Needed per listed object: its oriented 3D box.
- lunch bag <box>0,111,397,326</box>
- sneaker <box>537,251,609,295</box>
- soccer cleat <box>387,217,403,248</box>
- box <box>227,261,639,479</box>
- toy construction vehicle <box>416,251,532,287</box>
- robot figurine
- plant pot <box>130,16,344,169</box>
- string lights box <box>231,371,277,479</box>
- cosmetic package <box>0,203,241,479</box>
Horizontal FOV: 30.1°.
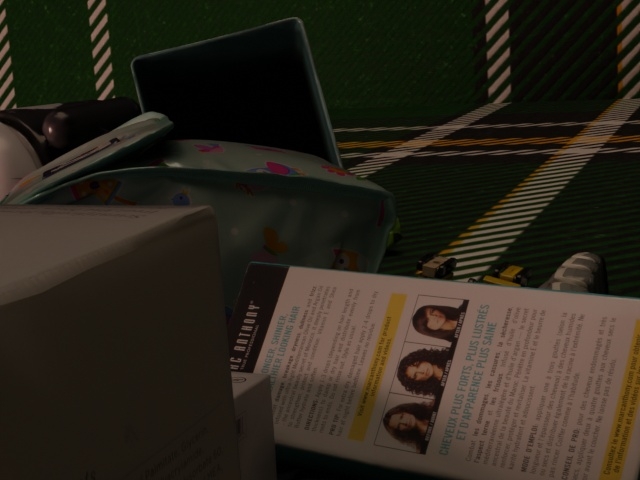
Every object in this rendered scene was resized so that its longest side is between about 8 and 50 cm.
[{"bbox_3d":[-0.103,-0.007,0.857,0.262,0.160,0.223,9,8,-12],"label":"lunch bag"},{"bbox_3d":[0.101,0.061,0.727,0.132,0.086,0.228,-2,12,22],"label":"sneaker"},{"bbox_3d":[0.000,0.000,1.159,0.179,0.060,0.072,-8,-2,-39],"label":"soccer cleat"},{"bbox_3d":[0.057,0.075,0.597,0.244,0.100,0.060,5,-24,36],"label":"box"},{"bbox_3d":[0.118,0.041,0.969,0.086,0.035,0.098,13,20,23],"label":"toy construction vehicle"},{"bbox_3d":[-0.268,-0.051,1.174,0.173,0.209,0.278,20,22,32],"label":"robot figurine"},{"bbox_3d":[-0.072,-0.082,1.194,0.165,0.166,0.234,-15,-15,-1],"label":"plant pot"},{"bbox_3d":[-0.166,0.108,0.590,0.259,0.077,0.133,2,12,25],"label":"string lights box"},{"bbox_3d":[-0.125,0.088,0.403,0.151,0.184,0.151,2,12,23],"label":"cosmetic package"}]
